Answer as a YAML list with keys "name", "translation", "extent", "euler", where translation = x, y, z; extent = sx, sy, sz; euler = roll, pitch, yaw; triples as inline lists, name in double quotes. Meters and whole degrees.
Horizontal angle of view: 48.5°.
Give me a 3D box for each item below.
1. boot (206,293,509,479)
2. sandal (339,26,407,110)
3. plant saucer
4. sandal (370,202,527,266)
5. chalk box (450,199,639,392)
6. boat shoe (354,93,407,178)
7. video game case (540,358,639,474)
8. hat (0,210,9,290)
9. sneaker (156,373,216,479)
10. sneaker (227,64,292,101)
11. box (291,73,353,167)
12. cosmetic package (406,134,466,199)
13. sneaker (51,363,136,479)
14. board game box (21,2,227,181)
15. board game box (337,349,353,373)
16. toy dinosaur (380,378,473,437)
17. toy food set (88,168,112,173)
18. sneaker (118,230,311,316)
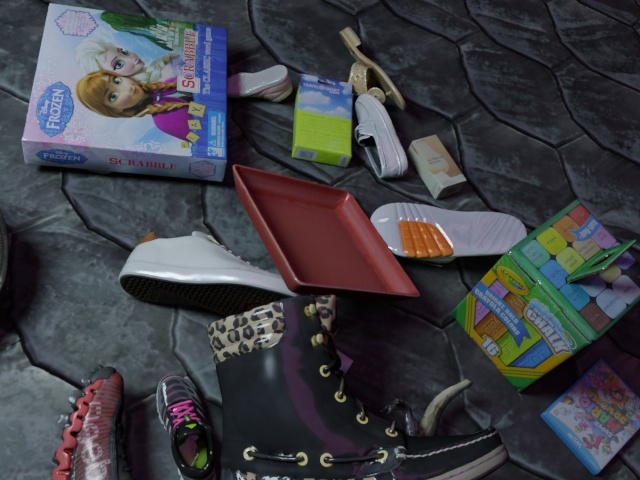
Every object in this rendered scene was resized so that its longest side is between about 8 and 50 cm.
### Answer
- name: "boot"
  translation: [0.032, 0.211, 0.939]
  extent: [0.377, 0.138, 0.284]
  euler: [-14, 73, 6]
- name: "sandal"
  translation: [0.080, -0.320, 1.407]
  extent: [0.079, 0.088, 0.240]
  euler: [-32, 61, 4]
- name: "plant saucer"
  translation: [0.000, 0.000, 1.112]
  extent: [0.259, 0.048, 0.258]
  euler: [8, 38, -42]
- name: "sandal"
  translation: [0.216, 0.001, 1.226]
  extent: [0.265, 0.076, 0.102]
  euler: [5, 65, 4]
- name: "chalk box"
  translation: [0.365, 0.075, 1.095]
  extent: [0.180, 0.289, 0.179]
  euler: [-30, 71, -29]
- name: "boat shoe"
  translation: [0.098, -0.194, 1.331]
  extent: [0.063, 0.066, 0.184]
  euler: [-14, 73, -24]
- name: "video game case"
  translation: [0.451, 0.282, 1.156]
  extent: [0.166, 0.015, 0.119]
  euler: [-31, 72, -29]
- name: "hat"
  translation: [-0.576, 0.030, 0.894]
  extent: [0.331, 0.134, 0.331]
  euler: [1, 82, -7]
- name: "sneaker"
  translation: [-0.179, 0.254, 0.963]
  extent: [0.063, 0.075, 0.170]
  euler: [-11, 62, -21]
- name: "sneaker"
  translation: [-0.115, -0.283, 1.336]
  extent: [0.134, 0.070, 0.051]
  euler: [-11, 65, 12]
- name: "box"
  translation: [0.005, -0.226, 1.331]
  extent: [0.109, 0.042, 0.178]
  euler: [9, 57, -11]
- name: "cosmetic package"
  translation: [0.217, -0.139, 1.336]
  extent: [0.060, 0.041, 0.115]
  euler: [-19, 66, -25]
- name: "sneaker"
  translation: [-0.279, 0.295, 0.897]
  extent: [0.135, 0.097, 0.276]
  euler: [13, 59, -7]
- name: "board game box"
  translation: [-0.321, -0.258, 1.224]
  extent: [0.318, 0.066, 0.319]
  euler: [4, 57, -14]
- name: "board game box"
  translation: [-0.041, 0.182, 1.075]
  extent: [0.154, 0.026, 0.103]
  euler: [33, 56, 6]
- name: "toy dinosaur"
  translation: [0.125, 0.295, 1.021]
  extent: [0.118, 0.064, 0.268]
  euler: [33, 64, -13]
- name: "toy food set"
  translation: [-0.373, -0.148, 1.192]
  extent: [0.082, 0.020, 0.083]
  euler: [18, 56, -4]
- name: "sneaker"
  translation: [-0.146, 0.041, 1.073]
  extent: [0.290, 0.106, 0.123]
  euler: [12, 49, 3]
